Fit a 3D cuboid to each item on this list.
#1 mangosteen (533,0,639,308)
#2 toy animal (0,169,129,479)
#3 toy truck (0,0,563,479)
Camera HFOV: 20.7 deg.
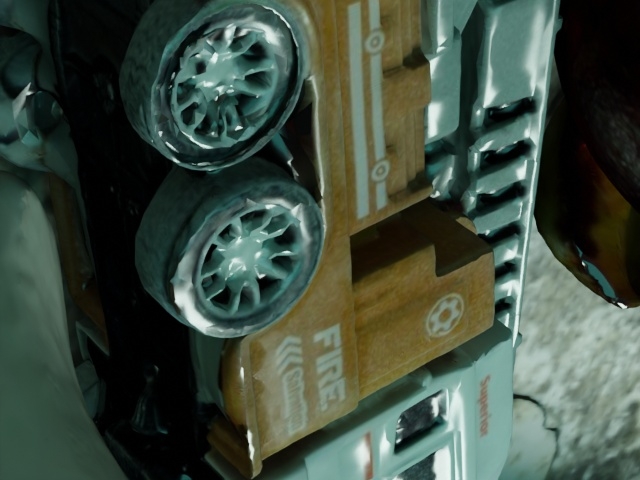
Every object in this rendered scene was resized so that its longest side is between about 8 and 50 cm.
[{"bbox_3d":[0.176,-0.071,0.637,0.228,0.228,0.265,-7,155,-32],"label":"mangosteen"},{"bbox_3d":[-0.145,0.123,0.508,0.174,0.289,0.249,8,136,-40],"label":"toy animal"},{"bbox_3d":[0.000,0.000,0.603,0.184,0.133,0.338,-25,131,-25],"label":"toy truck"}]
